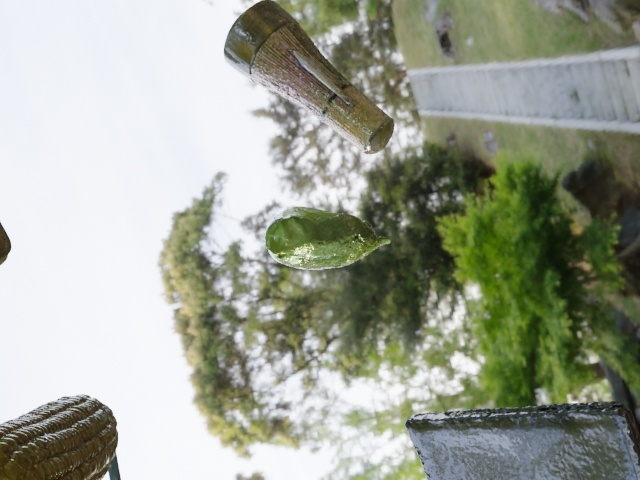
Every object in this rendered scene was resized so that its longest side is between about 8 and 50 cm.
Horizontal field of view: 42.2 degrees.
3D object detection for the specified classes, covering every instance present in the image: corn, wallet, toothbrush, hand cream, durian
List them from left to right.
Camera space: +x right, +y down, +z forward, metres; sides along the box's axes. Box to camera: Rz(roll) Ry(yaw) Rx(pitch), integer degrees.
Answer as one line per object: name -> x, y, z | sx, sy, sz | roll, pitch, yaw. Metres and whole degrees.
corn -> -0.311, 0.250, 0.928 | 0.344, 0.131, 0.131 | -2, -103, -87
toothbrush -> -0.311, 0.423, 1.295 | 0.025, 0.019, 0.275 | 103, 152, -41
hand cream -> -0.008, -0.160, 0.857 | 0.203, 0.084, 0.084 | 43, -166, 16
durian -> 0.000, 0.000, 1.351 | 0.250, 0.139, 0.101 | 10, -90, -53
wallet -> 0.201, 0.221, 0.808 | 0.025, 0.244, 0.124 | -28, -80, -48

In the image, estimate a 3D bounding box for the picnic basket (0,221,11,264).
picnic basket -> -0.551, -0.055, 1.103 | 0.165, 0.139, 0.266 | -33, -71, -29
